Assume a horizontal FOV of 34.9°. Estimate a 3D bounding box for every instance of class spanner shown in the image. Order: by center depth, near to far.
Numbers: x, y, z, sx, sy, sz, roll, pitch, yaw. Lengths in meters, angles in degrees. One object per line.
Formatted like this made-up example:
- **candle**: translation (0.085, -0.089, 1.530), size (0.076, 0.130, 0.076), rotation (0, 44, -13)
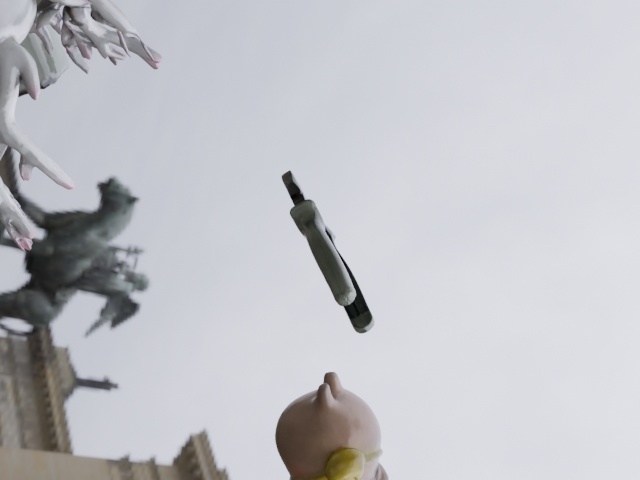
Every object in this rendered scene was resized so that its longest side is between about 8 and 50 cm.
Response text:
- **spanner**: translation (0.000, 0.000, 1.413), size (0.040, 0.096, 0.325), rotation (-30, -138, 3)

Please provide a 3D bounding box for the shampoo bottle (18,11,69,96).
- **shampoo bottle**: translation (-0.390, -0.284, 1.090), size (0.153, 0.284, 0.071), rotation (-8, -151, 28)

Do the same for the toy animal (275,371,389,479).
- **toy animal**: translation (0.016, 0.285, 1.242), size (0.149, 0.165, 0.248), rotation (9, -75, 23)

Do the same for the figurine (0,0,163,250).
- **figurine**: translation (-0.279, -0.181, 0.777), size (0.206, 0.315, 0.284), rotation (-51, 169, -17)
